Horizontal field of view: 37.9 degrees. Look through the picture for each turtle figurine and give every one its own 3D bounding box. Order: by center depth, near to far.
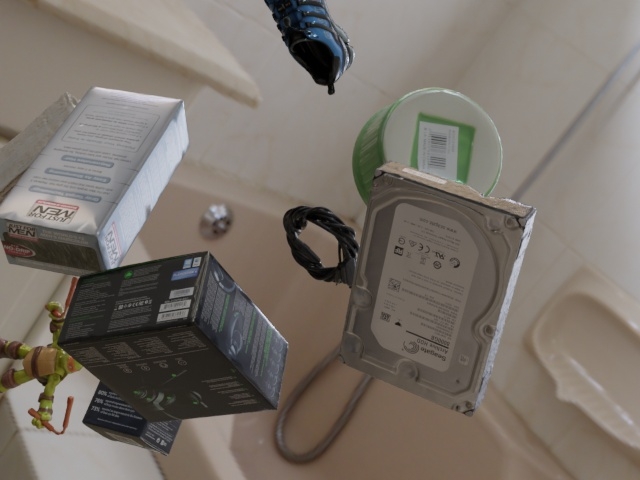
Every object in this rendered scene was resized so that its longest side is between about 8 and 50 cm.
[{"bbox_3d":[-0.490,0.202,1.631,0.217,0.269,0.087,-4,-12,24],"label":"turtle figurine"}]

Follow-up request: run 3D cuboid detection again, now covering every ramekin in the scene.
[{"bbox_3d":[0.230,-0.171,1.952,0.303,0.303,0.148,35,-17,-5],"label":"ramekin"}]

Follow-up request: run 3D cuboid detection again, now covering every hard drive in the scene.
[{"bbox_3d":[0.163,0.075,1.392,0.237,0.339,0.064,21,29,21],"label":"hard drive"}]

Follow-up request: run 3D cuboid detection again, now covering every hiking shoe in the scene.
[{"bbox_3d":[-0.038,-0.442,1.847,0.304,0.113,0.132,48,32,-21],"label":"hiking shoe"}]

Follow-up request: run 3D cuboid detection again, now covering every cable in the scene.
[{"bbox_3d":[0.000,0.000,1.585,0.150,0.047,0.184,29,-31,31],"label":"cable"}]

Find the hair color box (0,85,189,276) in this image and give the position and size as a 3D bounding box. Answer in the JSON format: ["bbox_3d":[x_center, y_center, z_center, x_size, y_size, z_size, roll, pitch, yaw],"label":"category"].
[{"bbox_3d":[-0.382,-0.109,1.613,0.185,0.113,0.374,10,44,11],"label":"hair color box"}]

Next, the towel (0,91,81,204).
[{"bbox_3d":[-0.620,-0.202,2.037,0.049,0.282,0.187,51,-4,-36],"label":"towel"}]

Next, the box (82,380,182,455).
[{"bbox_3d":[-0.342,0.293,1.821,0.153,0.207,0.108,8,-26,30],"label":"box"}]

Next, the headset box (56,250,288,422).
[{"bbox_3d":[-0.216,0.166,1.456,0.283,0.246,0.131,54,34,-43],"label":"headset box"}]
